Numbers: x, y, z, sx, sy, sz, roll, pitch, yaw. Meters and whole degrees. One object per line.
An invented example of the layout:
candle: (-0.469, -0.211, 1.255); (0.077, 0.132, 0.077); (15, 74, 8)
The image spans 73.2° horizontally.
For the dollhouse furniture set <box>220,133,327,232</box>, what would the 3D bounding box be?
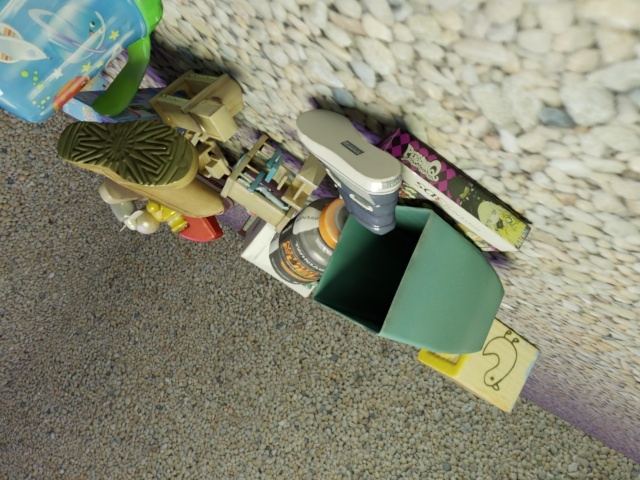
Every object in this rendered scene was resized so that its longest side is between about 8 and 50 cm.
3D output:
dollhouse furniture set: (-0.066, -0.128, 0.746); (0.129, 0.128, 0.184); (34, 149, -8)

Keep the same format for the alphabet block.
alphabet block: (0.421, 0.308, 1.167); (0.197, 0.192, 0.193); (33, 169, -15)

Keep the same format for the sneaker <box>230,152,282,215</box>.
sneaker: (-0.124, -0.105, 1.048); (0.125, 0.104, 0.262); (26, 171, 16)

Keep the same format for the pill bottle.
pill bottle: (0.000, 0.000, 0.785); (0.131, 0.130, 0.246); (34, 155, -12)

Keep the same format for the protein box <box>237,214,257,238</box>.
protein box: (-0.145, -0.004, 1.548); (0.201, 0.135, 0.200); (26, 170, 32)

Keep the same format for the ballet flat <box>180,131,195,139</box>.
ballet flat: (-0.335, -0.266, 1.024); (0.079, 0.076, 0.222); (14, -175, -42)

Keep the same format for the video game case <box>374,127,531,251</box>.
video game case: (0.141, -0.054, 0.620); (0.210, 0.041, 0.232); (35, 171, -9)

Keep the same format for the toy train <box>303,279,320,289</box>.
toy train: (0.036, 0.067, 1.017); (0.190, 0.142, 0.334); (32, 173, -42)

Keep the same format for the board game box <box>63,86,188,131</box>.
board game box: (-0.314, -0.235, 0.776); (0.160, 0.039, 0.212); (28, -146, 26)

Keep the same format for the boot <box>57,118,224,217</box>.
boot: (-0.232, -0.098, 0.698); (0.236, 0.089, 0.269); (18, 172, 20)

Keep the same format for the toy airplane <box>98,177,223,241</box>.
toy airplane: (-0.517, -0.148, 1.351); (0.386, 0.272, 0.384); (26, -161, -43)

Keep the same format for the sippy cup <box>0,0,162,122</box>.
sippy cup: (-0.358, -0.276, 0.523); (0.306, 0.224, 0.240); (38, 169, -32)

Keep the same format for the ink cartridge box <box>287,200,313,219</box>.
ink cartridge box: (-0.022, -0.059, 1.110); (0.089, 0.052, 0.123); (38, 170, -35)

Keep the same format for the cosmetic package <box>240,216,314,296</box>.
cosmetic package: (-0.096, 0.016, 1.280); (0.225, 0.138, 0.224); (36, -167, -17)

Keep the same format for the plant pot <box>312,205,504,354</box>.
plant pot: (0.150, 0.070, 0.638); (0.234, 0.165, 0.166); (27, 175, -30)

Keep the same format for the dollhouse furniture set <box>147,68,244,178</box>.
dollhouse furniture set: (-0.148, -0.173, 0.685); (0.182, 0.101, 0.160); (25, 154, 39)

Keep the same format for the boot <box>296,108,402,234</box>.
boot: (0.028, -0.088, 0.532); (0.190, 0.069, 0.086); (53, 157, 41)

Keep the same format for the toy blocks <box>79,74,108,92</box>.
toy blocks: (-0.668, -0.430, 1.005); (0.382, 0.190, 0.261); (33, -177, -1)

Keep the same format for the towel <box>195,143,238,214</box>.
towel: (-0.292, -0.170, 1.077); (0.237, 0.037, 0.329); (34, -164, -4)
